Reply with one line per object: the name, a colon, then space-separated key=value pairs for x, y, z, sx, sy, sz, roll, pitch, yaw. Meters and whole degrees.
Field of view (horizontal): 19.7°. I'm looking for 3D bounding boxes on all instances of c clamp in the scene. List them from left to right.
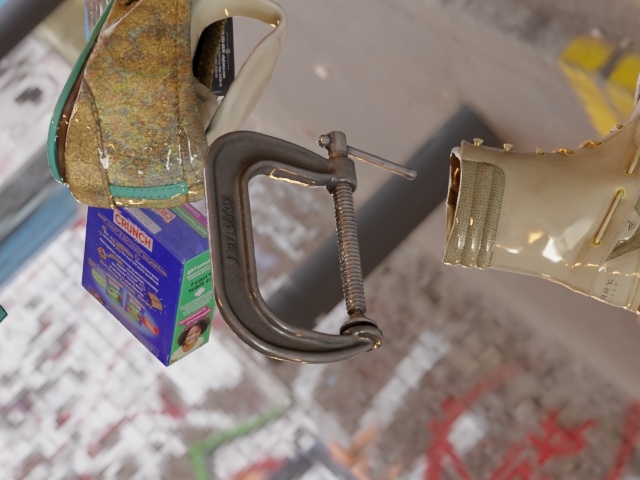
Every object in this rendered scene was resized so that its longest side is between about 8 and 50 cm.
c clamp: x=0.000 y=0.000 z=0.960 sx=0.137 sy=0.022 sz=0.161 roll=21 pitch=-131 yaw=-26

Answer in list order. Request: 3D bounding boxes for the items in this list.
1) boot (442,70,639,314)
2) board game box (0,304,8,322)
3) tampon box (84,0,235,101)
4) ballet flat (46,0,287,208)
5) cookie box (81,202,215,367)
boot: x=0.218 y=-0.069 z=1.636 sx=0.203 sy=0.262 sz=0.095 roll=12 pitch=151 yaw=4
board game box: x=-0.329 y=0.022 z=1.270 sx=0.210 sy=0.047 sz=0.160 roll=54 pitch=-146 yaw=-15
tampon box: x=-0.138 y=-0.170 z=1.542 sx=0.161 sy=0.101 sz=0.120 roll=174 pitch=93 yaw=-76
ballet flat: x=-0.069 y=-0.164 z=1.146 sx=0.123 sy=0.349 sz=0.123 roll=10 pitch=148 yaw=6
cookie box: x=-0.109 y=0.014 z=1.188 sx=0.092 sy=0.040 sz=0.107 roll=41 pitch=144 yaw=23
